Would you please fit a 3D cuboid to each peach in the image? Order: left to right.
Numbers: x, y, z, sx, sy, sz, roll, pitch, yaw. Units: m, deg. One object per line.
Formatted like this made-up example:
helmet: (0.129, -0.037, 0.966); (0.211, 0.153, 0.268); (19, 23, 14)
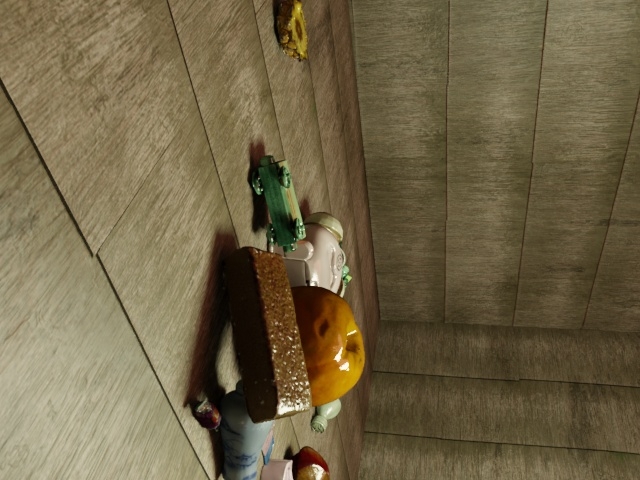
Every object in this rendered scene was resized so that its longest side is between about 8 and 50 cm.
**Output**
peach: (-0.045, 0.300, 1.665); (0.343, 0.301, 0.343); (-14, 90, -75)

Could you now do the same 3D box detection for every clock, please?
clock: (-0.147, 0.842, 1.791); (0.290, 0.080, 0.275); (-57, 146, -69)
clock: (-0.028, 0.094, 1.960); (0.326, 0.184, 0.342); (-36, 131, -63)

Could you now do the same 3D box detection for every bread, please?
bread: (-0.132, 0.226, 1.433); (0.165, 0.113, 0.416); (18, 53, -53)

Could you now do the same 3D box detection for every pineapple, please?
pineapple: (-0.094, -0.680, 1.901); (0.225, 0.076, 0.225); (-2, 90, -78)

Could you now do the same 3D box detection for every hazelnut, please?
hazelnut: (-0.058, 0.832, 2.064); (0.202, 0.160, 0.170); (-54, 158, 12)

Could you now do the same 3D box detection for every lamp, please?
lamp: (0.020, 0.725, 2.491); (0.193, 0.106, 0.106); (-49, 139, -56)

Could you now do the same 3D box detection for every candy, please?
candy: (-0.258, 0.400, 1.348); (0.175, 0.043, 0.045); (81, 18, -52)

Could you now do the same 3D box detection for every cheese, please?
cheese: (-0.165, 0.517, 1.688); (0.189, 0.074, 0.286); (-67, 155, -57)

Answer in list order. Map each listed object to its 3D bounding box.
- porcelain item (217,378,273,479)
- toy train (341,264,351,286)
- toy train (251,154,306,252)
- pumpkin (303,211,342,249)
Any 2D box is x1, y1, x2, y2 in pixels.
porcelain item: (-0.188, 0.472, 1.461); (0.141, 0.141, 0.259); (-39, 137, -73)
toy train: (0.023, 0.192, 2.229); (0.253, 0.105, 0.157); (-50, 166, 5)
toy train: (-0.113, -0.111, 1.719); (0.177, 0.116, 0.285); (-58, 134, -75)
pumpkin: (0.001, -0.001, 2.204); (0.211, 0.152, 0.212); (3, 90, -74)
